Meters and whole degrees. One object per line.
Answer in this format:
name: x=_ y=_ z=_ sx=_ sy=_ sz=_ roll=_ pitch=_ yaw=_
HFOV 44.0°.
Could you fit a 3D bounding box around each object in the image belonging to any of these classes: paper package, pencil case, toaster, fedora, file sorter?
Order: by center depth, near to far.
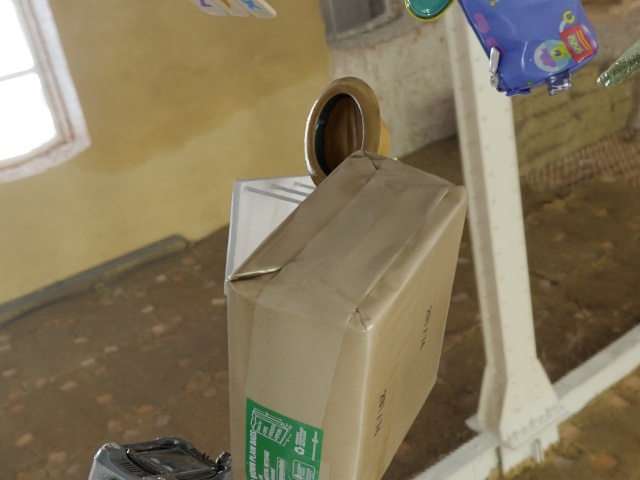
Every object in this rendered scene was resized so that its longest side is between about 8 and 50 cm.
pencil case: x=0.196 y=-0.304 z=0.893 sx=0.133 sy=0.306 sz=0.119 roll=-31 pitch=-172 yaw=-9
paper package: x=0.032 y=0.112 z=0.939 sx=0.168 sy=0.324 sz=0.309 roll=19 pitch=-142 yaw=21
toaster: x=-0.209 y=0.341 z=1.011 sx=0.129 sy=0.146 sz=0.227 roll=22 pitch=-179 yaw=25
fedora: x=0.054 y=-0.160 z=1.260 sx=0.079 sy=0.194 sz=0.194 roll=2 pitch=-171 yaw=-41
file sorter: x=0.000 y=0.000 z=1.342 sx=0.173 sy=0.192 sz=0.278 roll=16 pitch=-164 yaw=33

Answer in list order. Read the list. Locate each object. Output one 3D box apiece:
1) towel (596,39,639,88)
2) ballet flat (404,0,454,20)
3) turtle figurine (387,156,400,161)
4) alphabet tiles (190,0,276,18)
towel: x=0.413 y=-0.244 z=0.968 sx=0.110 sy=0.027 sz=0.148 roll=-41 pitch=-177 yaw=-28
ballet flat: x=0.153 y=-0.382 z=0.973 sx=0.077 sy=0.230 sz=0.077 roll=10 pitch=-170 yaw=6
turtle figurine: x=0.074 y=-0.182 z=2.050 sx=0.270 sy=0.217 sz=0.087 roll=-20 pitch=-164 yaw=16
alphabet tiles: x=-0.200 y=-0.414 z=1.183 sx=0.284 sy=0.021 sz=0.278 roll=17 pitch=173 yaw=39
